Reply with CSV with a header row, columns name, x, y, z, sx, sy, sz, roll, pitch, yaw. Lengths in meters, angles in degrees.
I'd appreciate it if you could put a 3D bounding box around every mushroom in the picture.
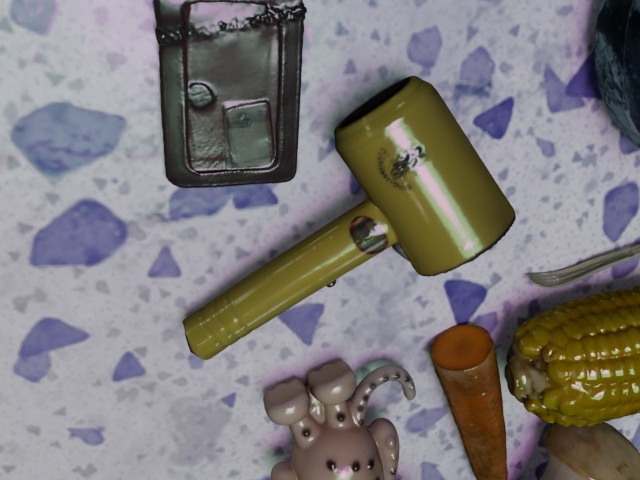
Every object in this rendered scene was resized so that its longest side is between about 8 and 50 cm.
name,x,y,z,sx,sy,sz,roll,pitch,yaw
mushroom,0.219,0.337,0.746,0.159,0.122,0.328,10,109,-46

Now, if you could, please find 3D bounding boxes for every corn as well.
name,x,y,z,sx,sy,sz,roll,pitch,yaw
corn,0.343,0.092,0.682,0.364,0.120,0.120,-12,115,-11

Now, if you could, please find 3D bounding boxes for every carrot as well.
name,x,y,z,sx,sy,sz,roll,pitch,yaw
carrot,0.158,0.182,0.708,0.061,0.061,0.209,-22,120,-6

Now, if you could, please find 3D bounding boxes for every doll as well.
name,x,y,z,sx,sy,sz,roll,pitch,yaw
doll,0.035,0.246,0.674,0.154,0.119,0.277,-14,106,-11

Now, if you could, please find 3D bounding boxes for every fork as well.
name,x,y,z,sx,sy,sz,roll,pitch,yaw
fork,0.300,0.008,0.687,0.220,0.034,0.028,-14,142,-8

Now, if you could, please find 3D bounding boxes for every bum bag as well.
name,x,y,z,sx,sy,sz,roll,pitch,yaw
bum bag,-0.067,-0.116,0.536,0.109,0.026,0.159,-4,118,-14

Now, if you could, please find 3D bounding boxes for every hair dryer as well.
name,x,y,z,sx,sy,sz,roll,pitch,yaw
hair dryer,0.000,0.000,0.568,0.279,0.090,0.135,-33,105,10

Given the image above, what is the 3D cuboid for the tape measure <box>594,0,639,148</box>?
name,x,y,z,sx,sy,sz,roll,pitch,yaw
tape measure,0.365,-0.169,0.563,0.275,0.147,0.256,-14,115,-11

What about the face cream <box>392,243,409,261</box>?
name,x,y,z,sx,sy,sz,roll,pitch,yaw
face cream,0.100,-0.017,0.622,0.040,0.021,0.083,34,100,-23
